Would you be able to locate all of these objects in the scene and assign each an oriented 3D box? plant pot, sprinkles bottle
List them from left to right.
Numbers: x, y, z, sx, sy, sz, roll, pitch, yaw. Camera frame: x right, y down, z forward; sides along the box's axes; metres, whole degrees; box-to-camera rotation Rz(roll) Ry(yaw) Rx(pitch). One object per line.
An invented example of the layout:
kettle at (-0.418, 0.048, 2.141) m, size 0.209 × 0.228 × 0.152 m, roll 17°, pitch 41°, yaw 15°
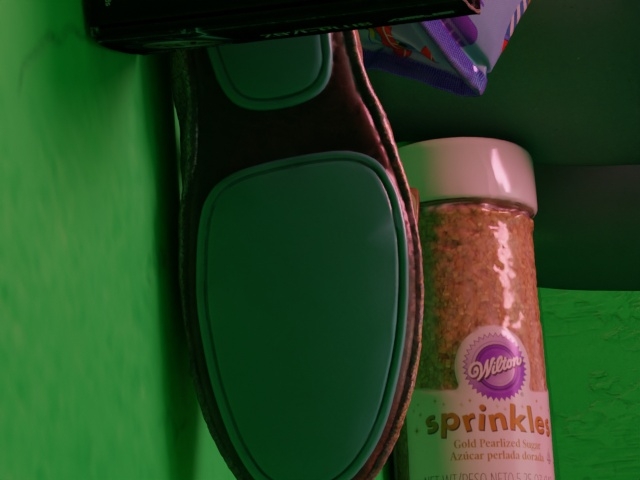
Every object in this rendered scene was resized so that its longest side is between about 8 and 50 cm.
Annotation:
sprinkles bottle at (0.109, 0.107, 1.382) m, size 0.121 × 0.121 × 0.355 m, roll 50°, pitch 35°, yaw -72°
plant pot at (0.164, -0.179, 1.464) m, size 0.271 × 0.255 × 0.272 m, roll -6°, pitch 90°, yaw -79°
plant pot at (0.211, -0.089, 1.739) m, size 0.293 × 0.235 × 0.293 m, roll -5°, pitch 90°, yaw -80°

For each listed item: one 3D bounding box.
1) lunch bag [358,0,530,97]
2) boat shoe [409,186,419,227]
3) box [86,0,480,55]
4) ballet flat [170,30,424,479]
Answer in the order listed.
lunch bag at (0.026, -0.253, 0.962) m, size 0.221 × 0.138 × 0.293 m, roll -60°, pitch 141°, yaw -17°
boat shoe at (0.039, 0.032, 1.280) m, size 0.056 × 0.048 × 0.153 m, roll 92°, pitch 4°, yaw -65°
box at (-0.020, -0.171, 0.739) m, size 0.077 × 0.147 × 0.180 m, roll -9°, pitch 94°, yaw -80°
ballet flat at (-0.016, -0.039, 0.837) m, size 0.106 × 0.107 × 0.316 m, roll 127°, pitch -41°, yaw -85°
